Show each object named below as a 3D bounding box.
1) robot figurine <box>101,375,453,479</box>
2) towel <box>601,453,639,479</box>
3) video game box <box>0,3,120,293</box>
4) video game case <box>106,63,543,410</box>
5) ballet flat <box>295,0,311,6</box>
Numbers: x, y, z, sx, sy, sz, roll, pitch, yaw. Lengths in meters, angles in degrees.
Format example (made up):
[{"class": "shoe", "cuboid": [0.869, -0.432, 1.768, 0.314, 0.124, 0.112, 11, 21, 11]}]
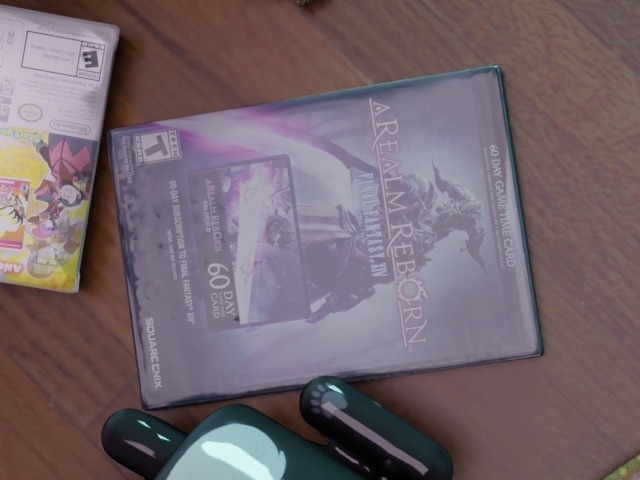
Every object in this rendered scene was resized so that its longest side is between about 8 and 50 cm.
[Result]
[{"class": "robot figurine", "cuboid": [-0.027, 0.213, 1.078, 0.278, 0.173, 0.209, 30, 123, 11]}, {"class": "towel", "cuboid": [0.369, 0.241, 1.066, 0.271, 0.040, 0.370, -37, 79, 6]}, {"class": "video game box", "cuboid": [-0.251, -0.071, 1.165, 0.205, 0.048, 0.187, 10, 87, -9]}, {"class": "video game case", "cuboid": [0.000, 0.000, 1.155, 0.274, 0.026, 0.196, -9, 86, 11]}, {"class": "ballet flat", "cuboid": [-0.077, -0.218, 1.131, 0.206, 0.073, 0.067, 29, 106, -12]}]
